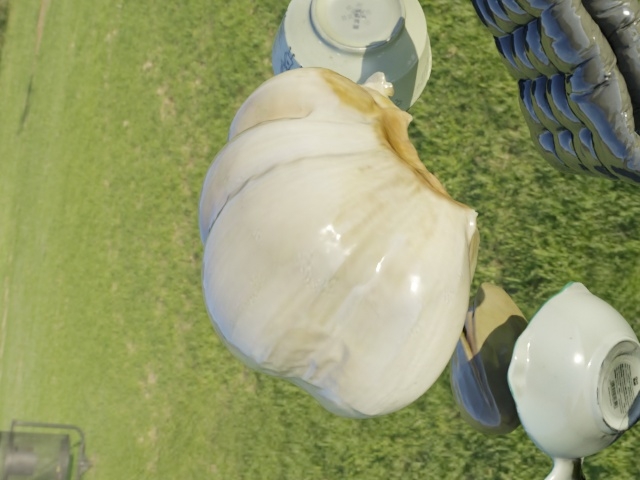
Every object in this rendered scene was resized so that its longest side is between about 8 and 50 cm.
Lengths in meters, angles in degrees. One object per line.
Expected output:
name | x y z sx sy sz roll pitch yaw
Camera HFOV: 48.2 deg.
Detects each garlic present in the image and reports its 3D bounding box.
garlic | -0.010 0.004 0.525 0.281 0.184 0.203 57 131 31

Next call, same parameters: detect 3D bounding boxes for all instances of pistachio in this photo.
pistachio | 0.229 0.156 0.959 0.226 0.135 0.136 -91 26 -42

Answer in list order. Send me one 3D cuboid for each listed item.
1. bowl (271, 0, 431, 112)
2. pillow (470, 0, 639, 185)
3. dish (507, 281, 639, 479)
bowl | 0.048 -0.288 1.007 0.126 0.237 0.238 96 176 -72
pillow | 0.229 -0.205 0.708 0.101 0.326 0.228 -34 9 4
dish | 0.312 0.172 0.812 0.078 0.224 0.246 3 89 55
